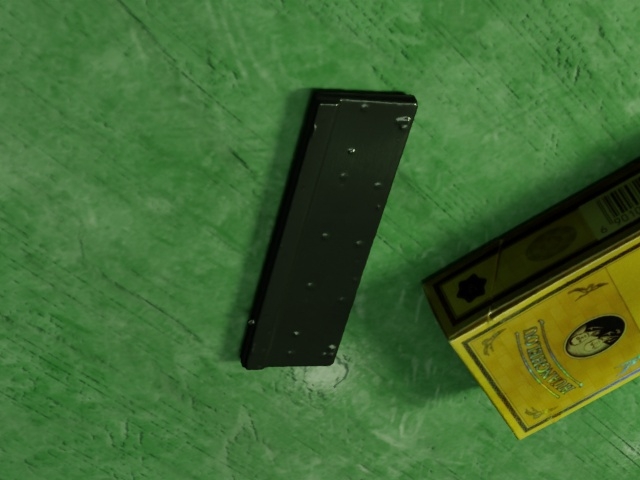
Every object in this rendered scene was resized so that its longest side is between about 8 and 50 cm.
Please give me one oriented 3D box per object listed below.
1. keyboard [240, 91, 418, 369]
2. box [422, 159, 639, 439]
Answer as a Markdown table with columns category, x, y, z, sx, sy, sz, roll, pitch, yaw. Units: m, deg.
| category | x | y | z | sx | sy | sz | roll | pitch | yaw |
| --- | --- | --- | --- | --- | --- | --- | --- | --- | --- |
| keyboard | 0.000 | 0.000 | 1.241 | 0.100 | 0.018 | 0.310 | -1 | 131 | -21 |
| box | 0.272 | 0.046 | 1.336 | 0.301 | 0.084 | 0.193 | -30 | 133 | 8 |
